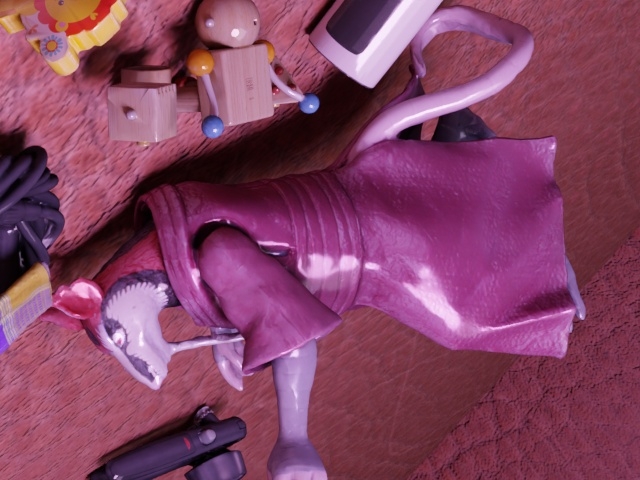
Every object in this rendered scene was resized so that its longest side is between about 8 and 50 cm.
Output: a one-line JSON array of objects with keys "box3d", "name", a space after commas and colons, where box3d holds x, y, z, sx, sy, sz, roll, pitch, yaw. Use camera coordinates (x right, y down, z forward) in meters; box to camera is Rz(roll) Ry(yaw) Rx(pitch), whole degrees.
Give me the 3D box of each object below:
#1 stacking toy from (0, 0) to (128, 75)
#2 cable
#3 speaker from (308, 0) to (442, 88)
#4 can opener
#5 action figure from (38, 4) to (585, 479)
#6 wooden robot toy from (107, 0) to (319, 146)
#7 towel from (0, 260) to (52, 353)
[{"box3d": [-0.184, -0.064, 0.545, 0.221, 0.052, 0.167, -44, 163, -5], "name": "stacking toy"}, {"box3d": [-0.196, 0.020, 0.736, 0.150, 0.047, 0.184, -49, 169, -21], "name": "cable"}, {"box3d": [0.054, -0.165, 0.878, 0.136, 0.055, 0.055, -50, 163, 15], "name": "speaker"}, {"box3d": [-0.131, 0.195, 1.259, 0.059, 0.073, 0.186, -46, 156, 27], "name": "can opener"}, {"box3d": [0.000, 0.000, 0.899, 0.370, 0.248, 0.275, -7, 108, -29], "name": "action figure"}, {"box3d": [-0.064, -0.103, 0.764, 0.173, 0.076, 0.079, -21, 115, -55], "name": "wooden robot toy"}, {"box3d": [-0.177, 0.050, 0.760, 0.083, 0.009, 0.060, -48, 170, -27], "name": "towel"}]
